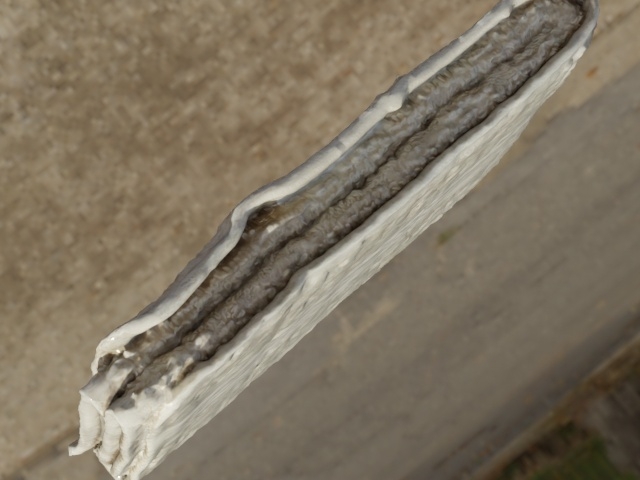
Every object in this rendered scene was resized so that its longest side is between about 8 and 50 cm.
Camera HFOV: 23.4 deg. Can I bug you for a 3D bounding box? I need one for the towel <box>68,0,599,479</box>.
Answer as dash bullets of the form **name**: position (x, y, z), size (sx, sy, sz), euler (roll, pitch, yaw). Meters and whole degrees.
- **towel**: position (0.000, 0.000, 0.706), size (0.282, 0.049, 0.187), euler (-40, 174, -19)
